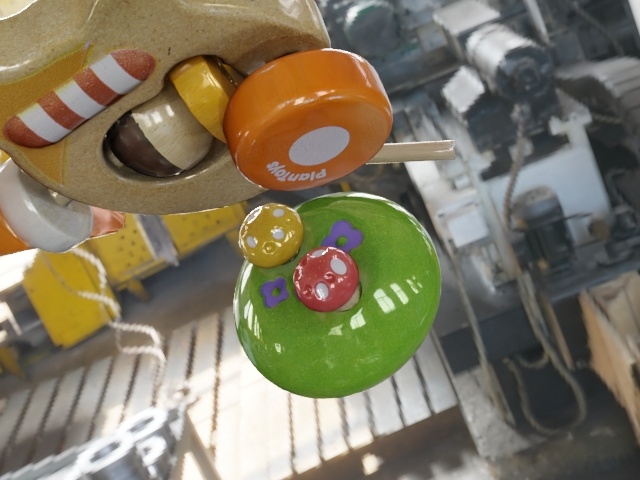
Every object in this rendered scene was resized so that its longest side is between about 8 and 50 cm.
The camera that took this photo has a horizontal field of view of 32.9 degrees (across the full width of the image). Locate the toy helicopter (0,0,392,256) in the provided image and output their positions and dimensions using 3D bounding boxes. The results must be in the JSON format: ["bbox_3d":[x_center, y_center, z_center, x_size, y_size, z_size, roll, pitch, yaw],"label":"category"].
[{"bbox_3d":[-0.156,-0.067,0.545,0.355,0.140,0.235,2,-33,-35],"label":"toy helicopter"}]

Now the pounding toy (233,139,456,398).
[{"bbox_3d":[0.000,0.000,0.874,0.183,0.110,0.236,1,66,26],"label":"pounding toy"}]
